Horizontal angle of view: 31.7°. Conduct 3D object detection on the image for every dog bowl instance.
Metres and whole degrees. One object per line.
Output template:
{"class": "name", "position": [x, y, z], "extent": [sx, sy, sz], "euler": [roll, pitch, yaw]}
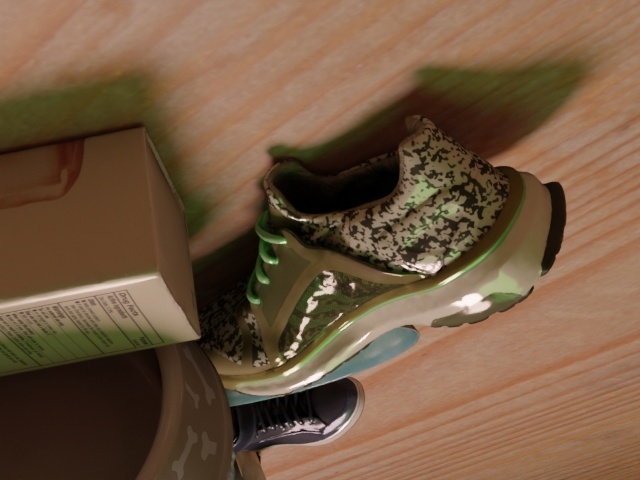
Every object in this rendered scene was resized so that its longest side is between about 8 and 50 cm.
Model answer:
{"class": "dog bowl", "position": [-0.254, 0.167, 0.952], "extent": [0.348, 0.349, 0.102], "euler": [-11, 145, 2]}

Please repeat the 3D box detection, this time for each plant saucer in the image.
{"class": "plant saucer", "position": [-0.048, 0.128, 1.248], "extent": [0.317, 0.044, 0.317], "euler": [-14, 163, -4]}

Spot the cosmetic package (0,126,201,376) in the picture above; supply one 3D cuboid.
{"class": "cosmetic package", "position": [-0.256, 0.024, 0.870], "extent": [0.296, 0.129, 0.153], "euler": [-10, 155, 1]}

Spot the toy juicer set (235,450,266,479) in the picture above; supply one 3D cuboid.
{"class": "toy juicer set", "position": [-0.195, 0.357, 1.553], "extent": [0.328, 0.209, 0.090], "euler": [-10, 113, 10]}

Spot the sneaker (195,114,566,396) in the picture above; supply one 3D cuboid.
{"class": "sneaker", "position": [0.000, 0.000, 0.973], "extent": [0.410, 0.158, 0.182], "euler": [-26, 121, 36]}

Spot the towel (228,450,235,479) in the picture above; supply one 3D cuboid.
{"class": "towel", "position": [-0.267, 0.234, 1.202], "extent": [0.320, 0.090, 0.374], "euler": [4, 167, 4]}

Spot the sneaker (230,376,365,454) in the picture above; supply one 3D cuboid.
{"class": "sneaker", "position": [-0.069, 0.223, 1.441], "extent": [0.226, 0.086, 0.163], "euler": [-22, 156, 28]}

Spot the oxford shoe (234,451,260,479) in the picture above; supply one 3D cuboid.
{"class": "oxford shoe", "position": [-0.145, 0.359, 1.748], "extent": [0.096, 0.083, 0.227], "euler": [8, 157, 7]}
